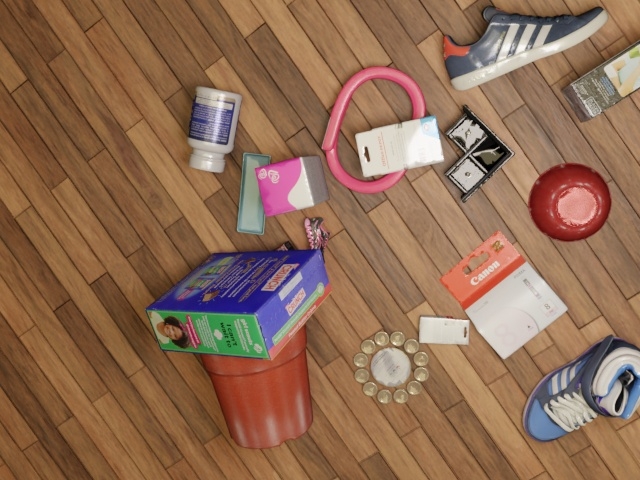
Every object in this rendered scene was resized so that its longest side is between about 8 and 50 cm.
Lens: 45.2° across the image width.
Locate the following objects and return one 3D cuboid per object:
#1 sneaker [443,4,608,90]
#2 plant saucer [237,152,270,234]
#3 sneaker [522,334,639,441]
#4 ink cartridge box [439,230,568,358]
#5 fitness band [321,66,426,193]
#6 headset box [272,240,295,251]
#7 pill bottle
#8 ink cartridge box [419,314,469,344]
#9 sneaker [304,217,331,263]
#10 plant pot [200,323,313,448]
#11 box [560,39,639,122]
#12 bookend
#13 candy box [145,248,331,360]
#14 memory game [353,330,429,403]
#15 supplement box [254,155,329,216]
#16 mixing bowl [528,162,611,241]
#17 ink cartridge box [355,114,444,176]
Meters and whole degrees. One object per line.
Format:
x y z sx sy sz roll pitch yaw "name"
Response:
0.426 -0.450 1.640 0.350 0.131 0.148 -21 98 12 "sneaker"
-0.158 -0.112 1.841 0.067 0.018 0.192 7 98 8 "plant saucer"
0.575 0.349 1.673 0.130 0.236 0.323 44 102 1 "sneaker"
0.417 0.126 1.762 0.189 0.066 0.232 -41 94 12 "ink cartridge box"
0.123 -0.251 1.761 0.209 0.054 0.291 19 101 3 "fitness band"
-0.100 0.034 1.828 0.083 0.062 0.032 -35 92 13 "headset box"
-0.251 -0.258 1.787 0.112 0.112 0.186 13 99 7 "pill bottle"
0.291 0.210 1.807 0.115 0.029 0.063 2 98 8 "ink cartridge box"
0.000 0.000 1.820 0.057 0.047 0.119 -14 97 -1 "sneaker"
-0.138 0.319 1.788 0.272 0.272 0.265 -8 105 10 "plant pot"
0.658 -0.363 1.598 0.290 0.169 0.087 -32 89 13 "box"
0.323 -0.195 1.723 0.156 0.072 0.157 -44 89 12 "bookend"
-0.176 0.133 1.693 0.317 0.268 0.122 -3 116 35 "candy box"
0.169 0.306 1.848 0.186 0.012 0.186 1 98 9 "memory game"
-0.059 -0.124 1.719 0.111 0.220 0.114 -12 96 10 "supplement box"
0.555 -0.080 1.688 0.181 0.098 0.181 1 97 9 "mixing bowl"
0.175 -0.208 1.703 0.180 0.060 0.104 -11 98 8 "ink cartridge box"
